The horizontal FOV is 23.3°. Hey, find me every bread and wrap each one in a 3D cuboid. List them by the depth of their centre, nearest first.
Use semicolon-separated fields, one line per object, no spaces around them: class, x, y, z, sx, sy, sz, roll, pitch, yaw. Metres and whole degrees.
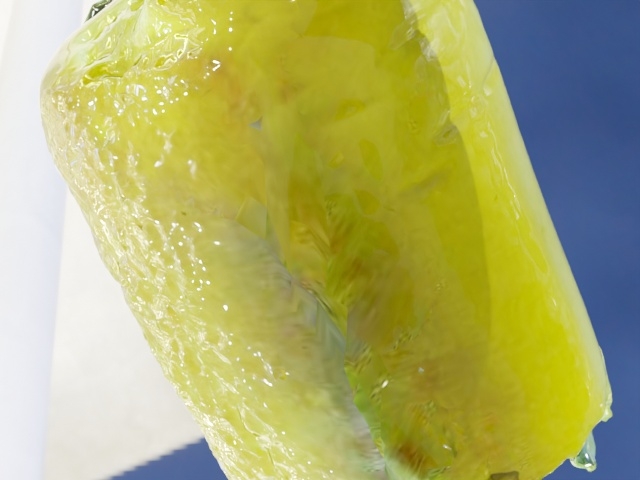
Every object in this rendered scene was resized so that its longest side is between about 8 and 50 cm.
bread;0.000;0.000;0.879;0.251;0.208;0.377;-7;-62;34
